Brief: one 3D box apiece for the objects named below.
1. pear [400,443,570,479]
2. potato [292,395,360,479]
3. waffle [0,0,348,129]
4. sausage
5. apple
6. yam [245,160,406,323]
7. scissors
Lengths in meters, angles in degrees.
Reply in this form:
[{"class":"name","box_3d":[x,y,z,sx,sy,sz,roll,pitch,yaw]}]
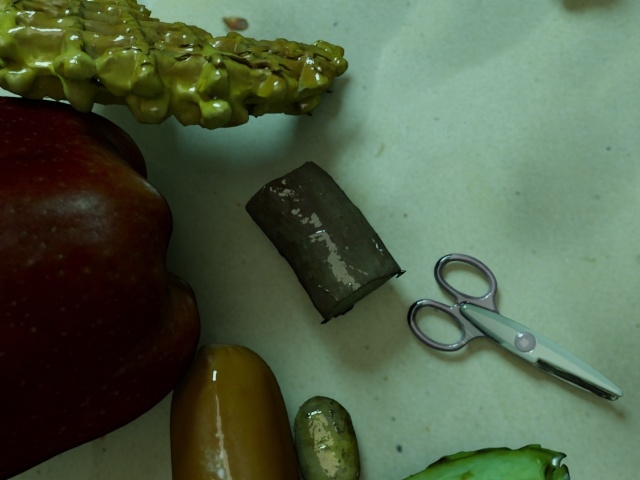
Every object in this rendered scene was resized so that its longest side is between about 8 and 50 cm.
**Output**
[{"class":"pear","box_3d":[0.108,0.303,0.418,0.164,0.238,0.255,-22,99,42]},{"class":"potato","box_3d":[0.005,0.168,0.517,0.051,0.040,0.083,-11,77,6]},{"class":"waffle","box_3d":[-0.134,-0.145,0.509,0.293,0.260,0.068,17,116,14]},{"class":"sausage","box_3d":[-0.059,0.215,0.486,0.105,0.105,0.274,-12,77,6]},{"class":"apple","box_3d":[-0.255,0.039,0.457,0.317,0.288,0.288,-13,77,-14]},{"class":"yam","box_3d":[0.001,-0.001,0.533,0.084,0.084,0.127,-36,79,0]},{"class":"scissors","box_3d":[0.162,0.081,0.522,0.176,0.022,0.085,30,83,15]}]
